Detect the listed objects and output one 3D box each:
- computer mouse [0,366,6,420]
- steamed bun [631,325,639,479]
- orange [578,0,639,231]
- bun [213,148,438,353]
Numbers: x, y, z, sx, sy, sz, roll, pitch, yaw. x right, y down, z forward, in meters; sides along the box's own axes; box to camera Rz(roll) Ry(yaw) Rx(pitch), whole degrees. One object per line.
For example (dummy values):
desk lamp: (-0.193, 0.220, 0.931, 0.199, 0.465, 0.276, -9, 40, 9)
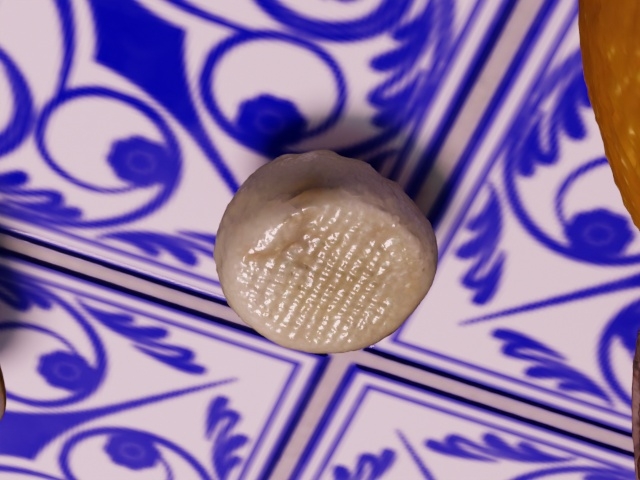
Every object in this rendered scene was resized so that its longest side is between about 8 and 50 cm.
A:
computer mouse: (-0.284, 0.033, 0.746, 0.310, 0.072, 0.158, 0, 135, 10)
steamed bun: (0.189, 0.048, 0.660, 0.144, 0.106, 0.175, 1, 148, 2)
orange: (0.200, -0.055, 0.443, 0.274, 0.274, 0.274, 5, 134, 5)
bun: (0.000, 0.000, 0.678, 0.086, 0.055, 0.086, -3, 128, -4)
